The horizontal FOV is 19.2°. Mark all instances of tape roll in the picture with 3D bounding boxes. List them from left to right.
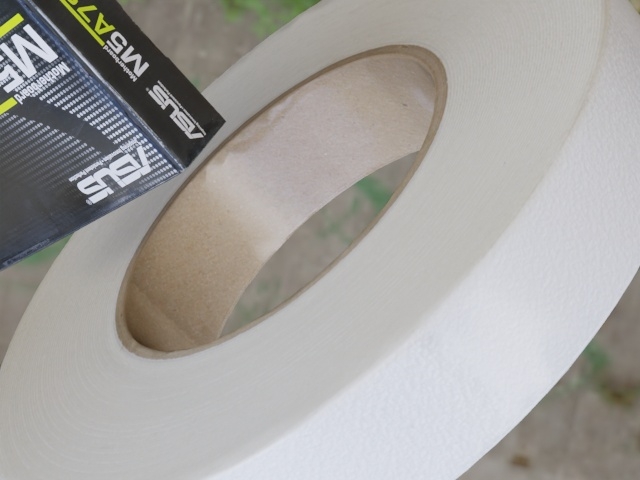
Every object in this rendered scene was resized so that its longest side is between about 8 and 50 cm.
[{"bbox_3d":[0.000,0.000,0.938,0.072,0.392,0.392,46,165,-25],"label":"tape roll"}]

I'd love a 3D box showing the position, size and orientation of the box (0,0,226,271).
[{"bbox_3d":[-0.165,-0.082,0.908,0.184,0.045,0.191,50,141,-14],"label":"box"}]
